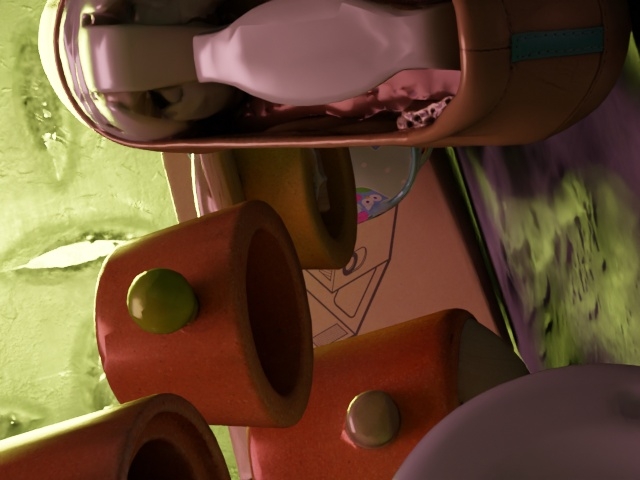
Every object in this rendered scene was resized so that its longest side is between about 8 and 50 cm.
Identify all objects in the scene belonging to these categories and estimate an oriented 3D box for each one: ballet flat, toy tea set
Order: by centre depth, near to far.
[{"bbox_3d":[-0.025,-0.062,0.432,0.232,0.073,0.080,1,103,41],"label":"ballet flat"},{"bbox_3d":[0.008,0.066,0.477,0.336,0.124,0.200,-63,-39,-63],"label":"toy tea set"}]

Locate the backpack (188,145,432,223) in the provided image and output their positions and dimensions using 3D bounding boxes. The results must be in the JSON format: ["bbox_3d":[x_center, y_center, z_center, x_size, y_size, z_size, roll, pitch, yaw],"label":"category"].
[{"bbox_3d":[-0.018,-0.093,0.652,0.182,0.152,0.115,62,-148,-37],"label":"backpack"}]

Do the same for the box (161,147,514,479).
[{"bbox_3d":[0.000,0.000,0.753,0.021,0.164,0.201,17,-131,-49],"label":"box"}]

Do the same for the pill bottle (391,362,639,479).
[{"bbox_3d":[0.069,0.124,0.375,0.193,0.108,0.108,82,174,-53],"label":"pill bottle"}]
